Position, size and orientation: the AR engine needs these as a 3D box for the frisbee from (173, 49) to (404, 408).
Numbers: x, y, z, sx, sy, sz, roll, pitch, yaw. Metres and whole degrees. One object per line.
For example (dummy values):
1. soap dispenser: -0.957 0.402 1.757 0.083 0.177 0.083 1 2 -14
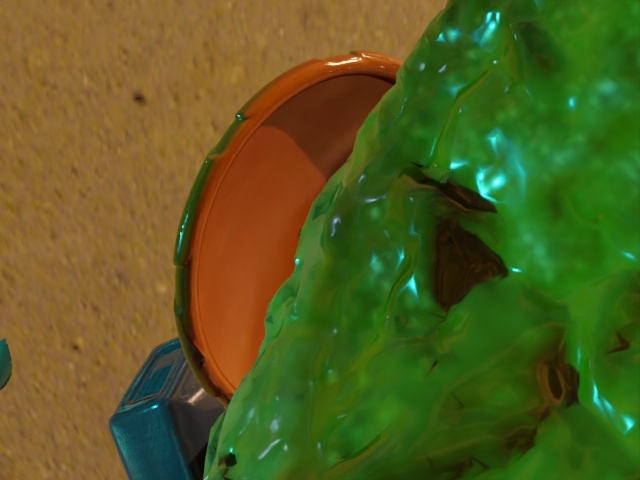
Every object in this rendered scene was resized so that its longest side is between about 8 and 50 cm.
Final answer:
1. frisbee: 0.000 0.000 0.844 0.035 0.192 0.192 22 64 46

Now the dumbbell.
1. dumbbell: 0.018 0.099 1.097 0.316 0.156 0.143 -23 55 36

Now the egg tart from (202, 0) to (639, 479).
1. egg tart: 0.123 0.039 0.324 0.341 0.129 0.341 -19 54 29

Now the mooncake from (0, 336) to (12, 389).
1. mooncake: -0.271 0.199 0.888 0.347 0.057 0.150 -48 49 14
